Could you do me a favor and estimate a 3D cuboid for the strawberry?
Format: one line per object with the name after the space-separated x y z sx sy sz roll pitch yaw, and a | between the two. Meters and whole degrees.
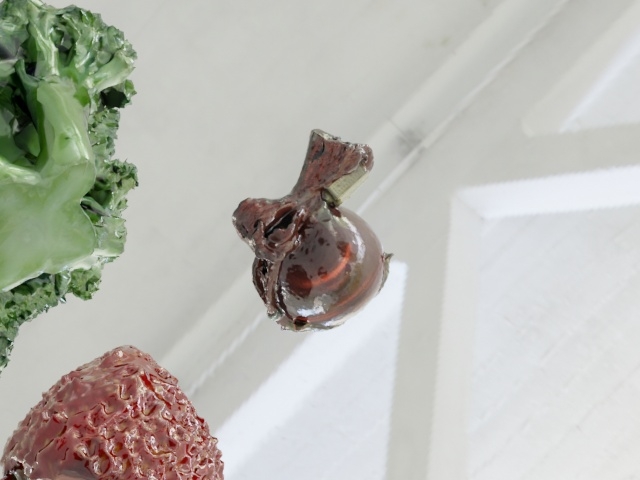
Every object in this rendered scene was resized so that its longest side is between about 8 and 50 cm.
-0.200 0.235 1.291 0.261 0.261 0.257 12 -137 36 | strawberry

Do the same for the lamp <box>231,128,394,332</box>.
0.009 0.007 1.482 0.151 0.223 0.215 34 -110 29 | lamp

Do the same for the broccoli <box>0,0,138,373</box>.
-0.228 -0.030 0.800 0.294 0.265 0.245 -50 -147 -3 | broccoli
